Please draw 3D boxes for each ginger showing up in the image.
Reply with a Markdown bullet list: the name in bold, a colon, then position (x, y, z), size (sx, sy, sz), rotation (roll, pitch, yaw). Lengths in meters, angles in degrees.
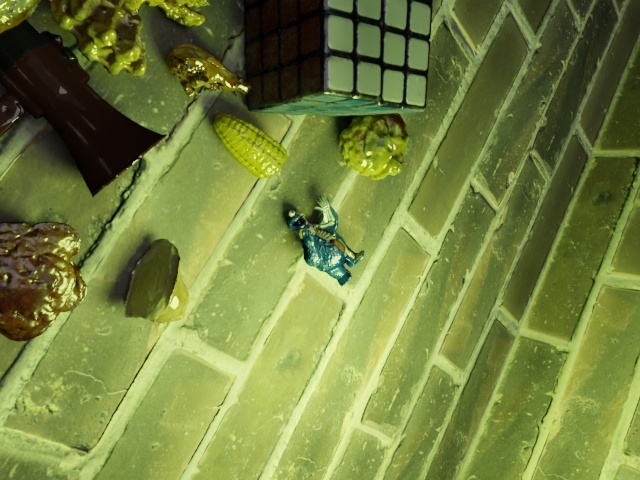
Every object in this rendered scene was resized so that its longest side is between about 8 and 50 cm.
- **ginger**: position (-0.356, 0.099, 1.134), size (0.122, 0.115, 0.193), rotation (30, 69, -59)

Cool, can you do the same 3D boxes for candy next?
- **candy**: position (-0.184, -0.243, 1.210), size (0.199, 0.094, 0.106), rotation (38, 75, -28)

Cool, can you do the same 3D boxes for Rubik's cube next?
- **Rubik's cube**: position (0.036, -0.488, 1.185), size (0.337, 0.344, 0.343), rotation (-7, 102, -38)

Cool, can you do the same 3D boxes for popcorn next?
- **popcorn**: position (0.159, -0.285, 1.424), size (0.218, 0.169, 0.189), rotation (-48, 117, -10)

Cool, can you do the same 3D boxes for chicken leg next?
- **chicken leg**: position (-0.255, -0.382, 1.135), size (0.207, 0.085, 0.101), rotation (13, 63, -42)

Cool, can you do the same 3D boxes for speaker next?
- **speaker**: position (-0.516, -0.232, 0.949), size (0.259, 0.198, 0.329), rotation (-41, 110, 17)

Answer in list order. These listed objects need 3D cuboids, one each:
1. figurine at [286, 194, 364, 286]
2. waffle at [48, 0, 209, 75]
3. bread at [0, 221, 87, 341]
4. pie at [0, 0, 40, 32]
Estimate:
- **figurine**: position (0.000, 0.009, 1.383), size (0.164, 0.121, 0.262), rotation (-44, 104, -32)
- **waffle**: position (-0.377, -0.495, 0.958), size (0.261, 0.151, 0.324), rotation (50, 52, -28)
- **bread**: position (-0.583, 0.076, 0.914), size (0.247, 0.135, 0.232), rotation (-12, 104, -37)
- **pie**: position (-0.612, -0.463, 0.803), size (0.308, 0.085, 0.308), rotation (4, 73, -15)
